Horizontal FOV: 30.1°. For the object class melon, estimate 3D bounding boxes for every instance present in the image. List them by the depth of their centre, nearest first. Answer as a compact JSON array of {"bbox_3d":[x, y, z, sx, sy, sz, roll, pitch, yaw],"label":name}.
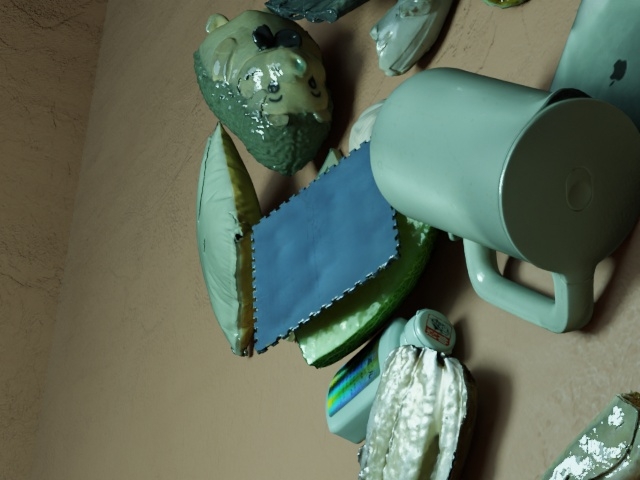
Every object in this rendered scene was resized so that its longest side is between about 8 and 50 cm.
[{"bbox_3d":[0.089,0.026,1.657,0.323,0.124,0.196,-49,2,15],"label":"melon"}]

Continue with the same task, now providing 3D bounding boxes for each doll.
[{"bbox_3d":[-0.091,-0.277,2.120,0.247,0.247,0.350,-55,39,33],"label":"doll"}]

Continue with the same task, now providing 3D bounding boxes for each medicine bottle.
[{"bbox_3d":[0.095,0.176,1.622,0.229,0.083,0.121,-49,20,43],"label":"medicine bottle"}]

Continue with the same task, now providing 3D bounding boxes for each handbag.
[{"bbox_3d":[0.019,-0.433,2.057,0.175,0.089,0.270,-35,25,-15],"label":"handbag"}]

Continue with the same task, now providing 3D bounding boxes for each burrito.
[{"bbox_3d":[0.285,0.235,1.225,0.226,0.060,0.087,-55,35,31],"label":"burrito"}]

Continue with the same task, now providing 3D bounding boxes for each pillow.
[{"bbox_3d":[-0.162,-0.001,2.155,0.312,0.119,0.310,-107,12,-47],"label":"pillow"}]

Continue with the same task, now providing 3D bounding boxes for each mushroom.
[{"bbox_3d":[0.163,-0.383,1.844,0.096,0.099,0.278,35,102,50],"label":"mushroom"}]

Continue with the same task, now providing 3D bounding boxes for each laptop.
[{"bbox_3d":[0.358,-0.198,1.407,0.269,0.015,0.188,33,105,64],"label":"laptop"}]

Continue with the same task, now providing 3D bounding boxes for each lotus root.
[{"bbox_3d":[0.124,0.297,1.499,0.167,0.078,0.330,23,99,50],"label":"lotus root"}]

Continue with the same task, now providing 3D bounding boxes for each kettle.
[{"bbox_3d":[0.207,-0.063,1.417,0.318,0.205,0.265,27,96,62],"label":"kettle"}]

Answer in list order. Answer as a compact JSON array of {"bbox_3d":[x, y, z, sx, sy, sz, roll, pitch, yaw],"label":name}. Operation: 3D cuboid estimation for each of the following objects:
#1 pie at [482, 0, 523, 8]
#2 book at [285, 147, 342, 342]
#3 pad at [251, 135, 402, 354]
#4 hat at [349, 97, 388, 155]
[{"bbox_3d":[0.275,-0.460,1.667,0.257,0.105,0.275,47,120,45],"label":"pie"},{"bbox_3d":[-0.013,0.007,2.026,0.283,0.025,0.215,-63,25,23],"label":"book"},{"bbox_3d":[0.000,0.000,1.662,0.269,0.012,0.270,-35,36,27],"label":"pad"},{"bbox_3d":[0.063,-0.103,1.782,0.226,0.164,0.219,-33,32,1],"label":"hat"}]
